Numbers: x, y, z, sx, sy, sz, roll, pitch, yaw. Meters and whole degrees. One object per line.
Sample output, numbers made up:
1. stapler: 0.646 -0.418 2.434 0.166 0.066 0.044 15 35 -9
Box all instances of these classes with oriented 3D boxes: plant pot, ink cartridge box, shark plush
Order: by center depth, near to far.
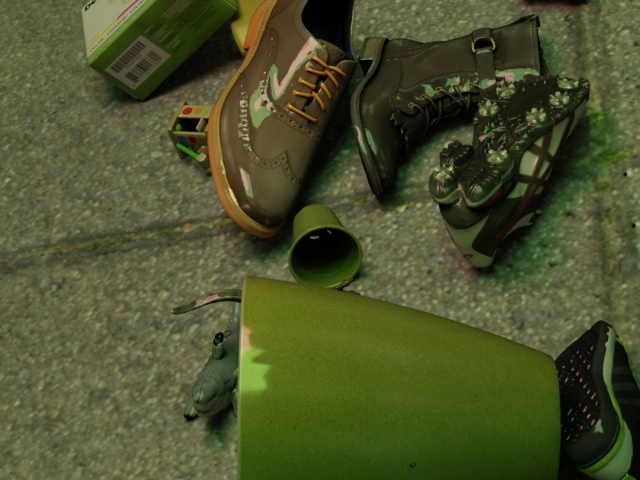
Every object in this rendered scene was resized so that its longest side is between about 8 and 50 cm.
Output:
1. plant pot: 0.072 0.171 1.662 0.294 0.274 0.274 1 46 0
2. shark plush: -0.097 0.126 1.879 0.073 0.067 0.161 9 52 28
3. plant pot: 0.000 0.000 1.965 0.083 0.083 0.079 -19 31 2
4. plant pot: -0.069 -0.255 2.228 0.082 0.081 0.083 -7 51 14
5. ink cartridge box: -0.219 -0.335 2.296 0.189 0.097 0.255 -40 38 22

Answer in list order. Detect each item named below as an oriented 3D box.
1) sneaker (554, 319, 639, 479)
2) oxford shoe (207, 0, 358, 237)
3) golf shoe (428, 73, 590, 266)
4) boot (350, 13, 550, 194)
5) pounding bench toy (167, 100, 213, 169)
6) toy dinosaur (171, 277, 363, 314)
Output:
1. sneaker: 0.277 0.170 1.703 0.084 0.097 0.234 -43 15 26
2. oxford shoe: -0.036 -0.172 2.054 0.133 0.130 0.363 -30 41 45
3. golf shoe: 0.212 -0.087 1.945 0.105 0.120 0.273 13 43 36
4. boot: 0.158 -0.168 2.054 0.229 0.091 0.263 -4 50 12
5. pounding bench toy: -0.154 -0.124 2.150 0.065 0.052 0.083 4 50 24
6. toy dinosaur: -0.016 0.076 1.870 0.268 0.064 0.118 10 12 3
